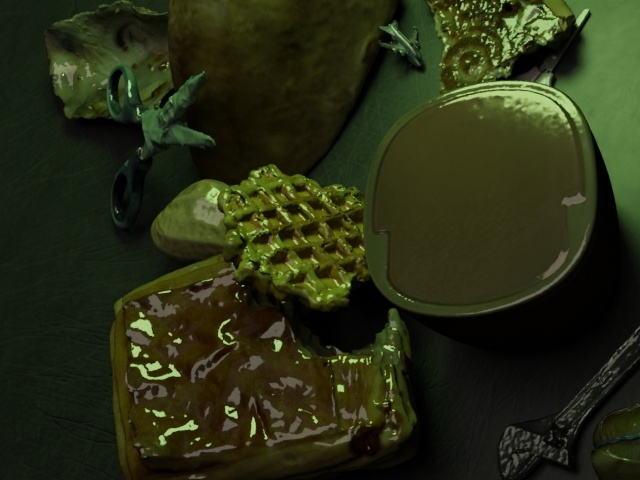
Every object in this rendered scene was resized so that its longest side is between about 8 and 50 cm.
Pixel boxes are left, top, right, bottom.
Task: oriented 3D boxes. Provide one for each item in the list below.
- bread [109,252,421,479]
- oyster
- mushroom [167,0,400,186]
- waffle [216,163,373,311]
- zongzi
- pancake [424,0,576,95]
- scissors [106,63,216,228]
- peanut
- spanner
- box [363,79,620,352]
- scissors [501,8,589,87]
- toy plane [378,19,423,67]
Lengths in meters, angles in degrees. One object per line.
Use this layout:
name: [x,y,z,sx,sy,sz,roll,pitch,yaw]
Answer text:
bread: [-0.065,0.176,1.419,0.370,0.191,0.314,-14,53,7]
oyster: [-0.293,-0.280,1.844,0.396,0.111,0.204,-6,82,28]
mushroom: [-0.095,-0.270,1.599,0.224,0.314,0.397,17,82,39]
waffle: [-0.001,0.002,1.427,0.291,0.291,0.051,55,137,36]
zongzi: [0.415,0.159,1.195,0.228,0.115,0.256,3,62,36]
pancake: [0.217,-0.277,1.560,0.266,0.057,0.244,21,84,42]
scissors: [-0.234,-0.152,1.626,0.383,0.029,0.256,-6,85,60]
peanut: [-0.120,-0.025,1.592,0.275,0.111,0.125,1,101,28]
spanner: [0.324,0.161,1.299,0.325,0.026,0.093,-47,52,1]
box: [0.216,-0.009,1.326,0.301,0.216,0.301,-14,59,24]
scissors: [0.304,-0.233,1.510,0.100,0.015,0.189,32,83,36]
toy plane: [0.119,-0.279,1.619,0.083,0.078,0.031,57,144,9]
